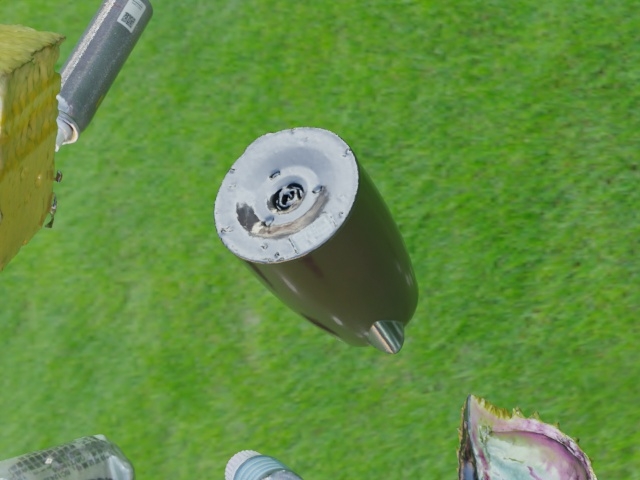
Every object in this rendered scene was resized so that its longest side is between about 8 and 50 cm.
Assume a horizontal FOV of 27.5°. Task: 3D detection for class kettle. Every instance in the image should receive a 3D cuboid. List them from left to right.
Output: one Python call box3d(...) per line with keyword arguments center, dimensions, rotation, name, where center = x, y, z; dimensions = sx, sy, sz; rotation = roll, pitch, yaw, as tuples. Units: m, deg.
box3d(center=(0.000, 0.000, 1.271), dimensions=(0.144, 0.232, 0.202), rotation=(-36, 52, 1), name="kettle")

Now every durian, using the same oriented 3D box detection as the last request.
box3d(center=(0.184, 0.225, 1.112), dimensions=(0.119, 0.108, 0.186), rotation=(93, 165, -67), name="durian")

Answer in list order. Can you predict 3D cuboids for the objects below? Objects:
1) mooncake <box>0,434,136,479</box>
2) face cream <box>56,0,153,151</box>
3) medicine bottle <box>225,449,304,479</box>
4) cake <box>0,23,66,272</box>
box3d(center=(-0.372, 0.404, 1.859), dimensions=(0.136, 0.254, 0.250), rotation=(47, 144, 37), name="mooncake")
box3d(center=(-0.322, -0.239, 1.832), dimensions=(0.073, 0.073, 0.283), rotation=(-12, 43, 42), name="face cream")
box3d(center=(-0.078, 0.334, 1.775), dimensions=(0.203, 0.083, 0.083), rotation=(-177, 86, -72), name="medicine bottle")
box3d(center=(-0.395, -0.072, 1.337), dimensions=(0.222, 0.227, 0.286), rotation=(9, 109, 5), name="cake")
